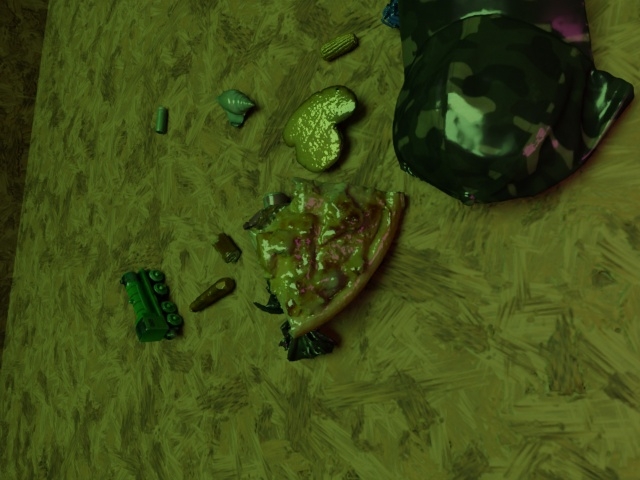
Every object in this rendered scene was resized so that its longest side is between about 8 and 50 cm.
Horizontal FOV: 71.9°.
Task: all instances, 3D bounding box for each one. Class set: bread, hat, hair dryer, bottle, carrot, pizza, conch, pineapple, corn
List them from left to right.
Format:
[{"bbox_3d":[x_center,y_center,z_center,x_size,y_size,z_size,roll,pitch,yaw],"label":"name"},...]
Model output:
[{"bbox_3d":[-0.505,-0.382,1.401,0.031,0.030,0.083,-5,79,40],"label":"bottle"},{"bbox_3d":[-0.281,0.141,1.122,0.171,0.042,0.042,-34,62,36],"label":"carrot"},{"bbox_3d":[-0.236,0.020,1.103,0.047,0.036,0.083,-49,54,5],"label":"bread"},{"bbox_3d":[-0.215,-0.344,1.132,0.065,0.088,0.180,-40,37,-23],"label":"conch"},{"bbox_3d":[-0.130,-0.046,1.023,0.154,0.054,0.106,-11,80,50],"label":"hair dryer"},{"bbox_3d":[-0.051,0.082,0.870,0.171,0.141,0.309,-10,83,10],"label":"pineapple"},{"bbox_3d":[0.000,0.000,0.766,0.223,0.089,0.323,38,83,-1],"label":"pizza"},{"bbox_3d":[0.016,-0.227,0.912,0.188,0.065,0.149,-35,73,28],"label":"bread"},{"bbox_3d":[0.037,-0.410,0.933,0.093,0.037,0.037,-8,78,37],"label":"corn"},{"bbox_3d":[0.202,-0.269,0.621,0.367,0.381,0.257,-3,39,42],"label":"hat"}]

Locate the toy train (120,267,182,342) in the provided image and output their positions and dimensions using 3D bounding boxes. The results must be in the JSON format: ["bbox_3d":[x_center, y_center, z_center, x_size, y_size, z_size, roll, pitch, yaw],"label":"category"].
[{"bbox_3d":[-0.479,0.177,1.235,0.085,0.119,0.251,-54,55,23],"label":"toy train"}]

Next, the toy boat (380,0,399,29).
[{"bbox_3d":[0.168,-0.412,0.771,0.175,0.110,0.091,40,106,36],"label":"toy boat"}]
